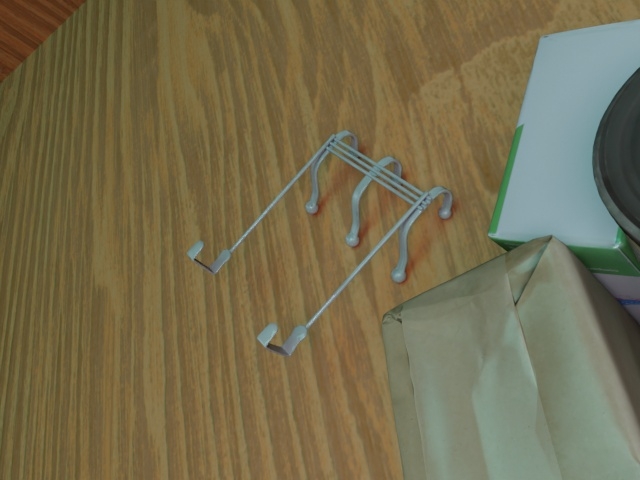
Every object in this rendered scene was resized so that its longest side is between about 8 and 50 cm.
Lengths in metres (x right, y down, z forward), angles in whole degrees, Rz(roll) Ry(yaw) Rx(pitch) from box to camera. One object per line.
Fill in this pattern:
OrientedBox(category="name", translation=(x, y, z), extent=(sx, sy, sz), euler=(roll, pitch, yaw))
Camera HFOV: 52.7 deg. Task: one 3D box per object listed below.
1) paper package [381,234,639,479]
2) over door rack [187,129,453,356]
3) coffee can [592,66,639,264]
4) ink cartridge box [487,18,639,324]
OrientedBox(category="paper package", translation=(0.212, 0.201, 0.527), extent=(0.168, 0.325, 0.309), euler=(-25, 55, 29))
OrientedBox(category="over door rack", translation=(0.000, 0.000, 0.935), extent=(0.324, 0.108, 0.239), euler=(-40, 46, -11))
OrientedBox(category="coffee can", translation=(0.325, 0.008, 0.426), extent=(0.201, 0.275, 0.201), euler=(-25, 42, 25))
OrientedBox(category="ink cartridge box", translation=(0.294, -0.040, 0.616), extent=(0.117, 0.278, 0.201), euler=(5, 72, 44))
